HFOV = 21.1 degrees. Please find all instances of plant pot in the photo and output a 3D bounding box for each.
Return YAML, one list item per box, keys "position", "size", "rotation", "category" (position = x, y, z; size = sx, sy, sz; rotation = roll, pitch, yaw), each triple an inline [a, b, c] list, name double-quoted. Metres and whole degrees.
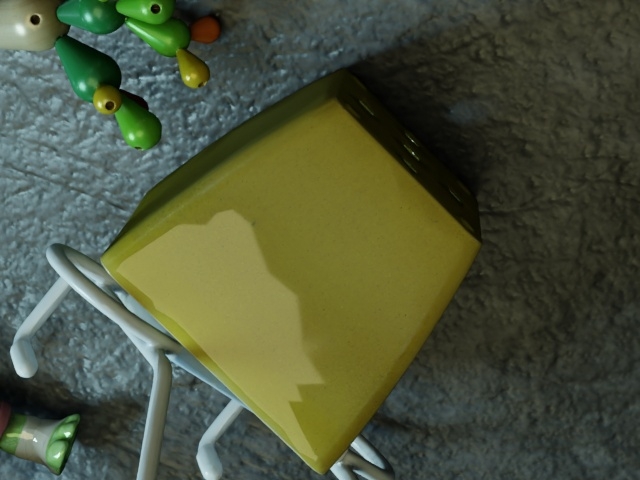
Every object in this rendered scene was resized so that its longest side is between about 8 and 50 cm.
- position: [0.000, 0.000, 1.224]
  size: [0.187, 0.212, 0.212]
  rotation: [-43, 98, 13]
  category: "plant pot"

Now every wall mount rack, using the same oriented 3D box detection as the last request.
- position: [-0.076, 0.155, 1.216]
  size: [0.350, 0.304, 0.130]
  rotation: [35, 96, -36]
  category: "wall mount rack"

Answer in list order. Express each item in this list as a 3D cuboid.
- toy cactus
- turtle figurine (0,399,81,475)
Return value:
- position: [-0.172, -0.174, 1.252]
  size: [0.180, 0.112, 0.219]
  rotation: [-3, 117, 36]
  category: "toy cactus"
- position: [-0.335, 0.138, 1.365]
  size: [0.266, 0.198, 0.275]
  rotation: [23, 121, -1]
  category: "turtle figurine"
